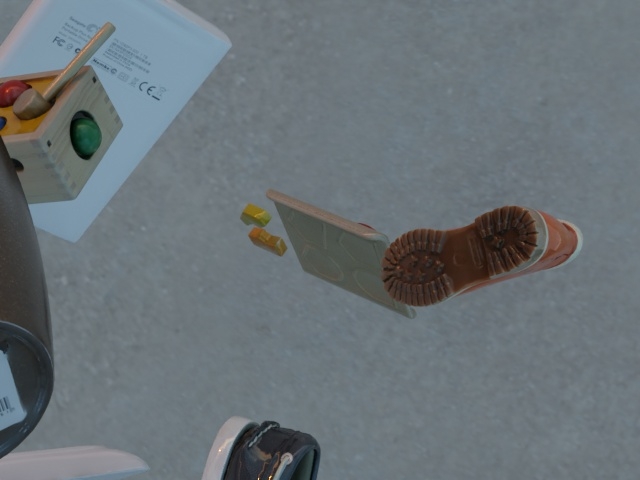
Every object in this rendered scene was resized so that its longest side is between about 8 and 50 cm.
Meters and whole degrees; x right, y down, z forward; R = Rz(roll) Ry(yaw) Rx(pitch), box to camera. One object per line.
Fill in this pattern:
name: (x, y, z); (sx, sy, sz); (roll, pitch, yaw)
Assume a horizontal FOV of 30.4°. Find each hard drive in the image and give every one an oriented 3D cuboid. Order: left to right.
hard drive: (-0.269, -0.152, 1.301); (0.203, 0.040, 0.307); (28, 114, -35)

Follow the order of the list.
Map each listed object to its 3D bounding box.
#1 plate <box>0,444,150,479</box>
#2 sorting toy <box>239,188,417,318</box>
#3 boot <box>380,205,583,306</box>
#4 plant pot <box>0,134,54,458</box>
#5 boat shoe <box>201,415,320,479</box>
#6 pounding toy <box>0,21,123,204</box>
plate: (-0.389, 0.296, 1.480); (0.277, 0.278, 0.045); (0, 76, -30)
sorting toy: (0.000, 0.000, 1.779); (0.041, 0.307, 0.229); (-54, 145, -20)
boot: (0.121, 0.015, 0.892); (0.085, 0.158, 0.059); (1, 78, -47)
plant pot: (-0.249, 0.028, 0.693); (0.215, 0.230, 0.215); (-22, 133, -25)
boat shoe: (-0.071, 0.313, 1.057); (0.114, 0.091, 0.302); (15, 84, -65)
pounding toy: (-0.248, -0.112, 1.063); (0.130, 0.141, 0.100); (-68, 144, -43)
